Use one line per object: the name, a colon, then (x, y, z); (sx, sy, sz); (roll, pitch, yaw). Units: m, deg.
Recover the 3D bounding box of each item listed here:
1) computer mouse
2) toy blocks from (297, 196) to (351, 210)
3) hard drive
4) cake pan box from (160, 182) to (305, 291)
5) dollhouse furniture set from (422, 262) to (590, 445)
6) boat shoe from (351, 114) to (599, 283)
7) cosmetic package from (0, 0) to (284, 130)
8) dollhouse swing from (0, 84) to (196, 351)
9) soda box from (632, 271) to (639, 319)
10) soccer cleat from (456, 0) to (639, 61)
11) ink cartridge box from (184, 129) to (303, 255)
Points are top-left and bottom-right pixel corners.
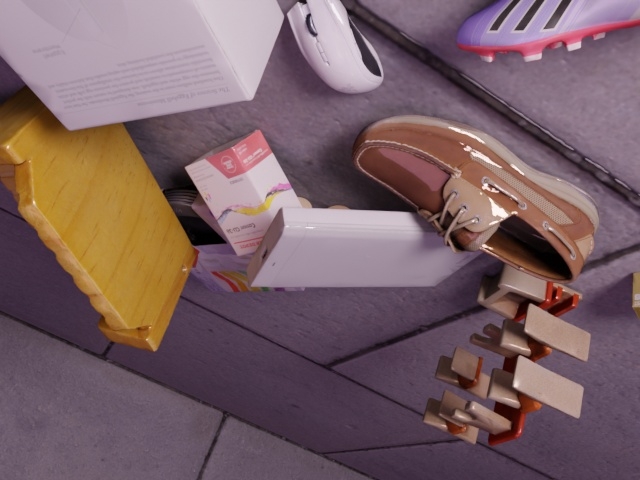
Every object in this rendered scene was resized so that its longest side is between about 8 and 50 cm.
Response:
computer mouse: (0.002, -0.218, 0.595); (0.106, 0.042, 0.193); (-9, 138, 39)
toy blocks: (0.000, 0.000, 0.932); (0.123, 0.054, 0.148); (13, 149, 14)
hard drive: (0.068, 0.017, 0.806); (0.308, 0.040, 0.203); (2, 155, -20)
cake pan box: (-0.179, -0.003, 1.025); (0.246, 0.070, 0.267); (-5, 140, 34)
dollhouse furniture set: (0.288, 0.168, 0.825); (0.135, 0.259, 0.262); (25, 150, -3)
boat shoe: (0.187, -0.046, 0.684); (0.324, 0.116, 0.123); (22, 149, -2)
cosmetic package: (-0.186, -0.234, 0.503); (0.224, 0.138, 0.224); (-3, 142, 23)
dollhouse swing: (-0.414, -0.031, 0.854); (0.305, 0.315, 0.346); (-11, 127, 15)
soda box: (0.512, 0.072, 0.736); (0.181, 0.058, 0.061); (-11, 137, 41)
soccer cleat: (0.229, -0.208, 0.459); (0.248, 0.083, 0.095); (2, 115, 37)
ink cartridge box: (-0.096, -0.049, 0.836); (0.115, 0.067, 0.198); (-12, 115, 42)
